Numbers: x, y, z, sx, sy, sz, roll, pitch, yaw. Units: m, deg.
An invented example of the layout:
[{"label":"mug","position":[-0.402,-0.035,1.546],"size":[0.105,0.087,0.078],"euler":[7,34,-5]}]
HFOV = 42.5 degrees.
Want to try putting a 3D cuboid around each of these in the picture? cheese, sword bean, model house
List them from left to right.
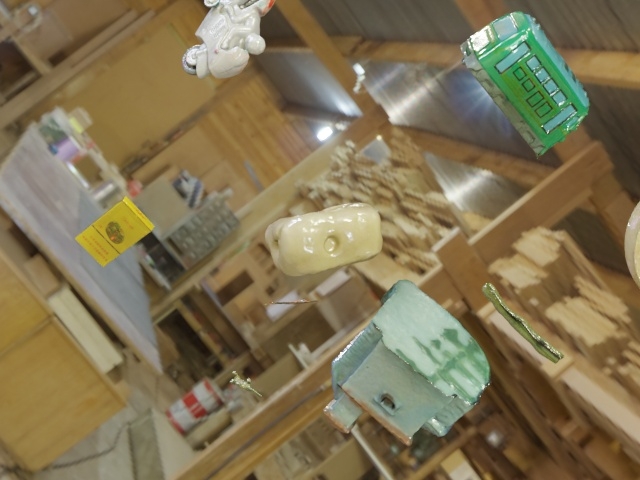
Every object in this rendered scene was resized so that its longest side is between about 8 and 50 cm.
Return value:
[{"label":"cheese","position":[0.000,0.000,1.531],"size":[0.218,0.235,0.117],"euler":[-13,90,-50]},{"label":"model house","position":[0.170,0.323,1.851],"size":[0.295,0.329,0.251],"euler":[39,31,6]},{"label":"sword bean","position":[0.513,0.213,2.114],"size":[0.269,0.043,0.038],"euler":[47,-2,13]}]

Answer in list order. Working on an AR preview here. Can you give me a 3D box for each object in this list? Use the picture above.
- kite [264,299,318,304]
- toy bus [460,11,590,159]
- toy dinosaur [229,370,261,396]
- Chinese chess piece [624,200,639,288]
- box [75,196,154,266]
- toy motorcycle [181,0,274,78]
[{"label":"kite","position":[-0.079,0.165,2.204],"size":[0.190,0.159,0.010],"euler":[18,67,-71]},{"label":"toy bus","position":[0.517,-0.395,2.052],"size":[0.343,0.199,0.184],"euler":[45,24,-25]},{"label":"toy dinosaur","position":[-0.194,0.381,2.156],"size":[0.119,0.029,0.060],"euler":[21,-29,28]},{"label":"Chinese chess piece","position":[0.671,0.008,1.429],"size":[0.270,0.270,0.112],"euler":[52,27,-3]},{"label":"box","position":[-0.423,-0.017,1.693],"size":[0.087,0.155,0.023],"euler":[50,25,-14]},{"label":"toy motorcycle","position":[-0.191,-0.459,1.838],"size":[0.170,0.260,0.110],"euler":[32,-7,23]}]
